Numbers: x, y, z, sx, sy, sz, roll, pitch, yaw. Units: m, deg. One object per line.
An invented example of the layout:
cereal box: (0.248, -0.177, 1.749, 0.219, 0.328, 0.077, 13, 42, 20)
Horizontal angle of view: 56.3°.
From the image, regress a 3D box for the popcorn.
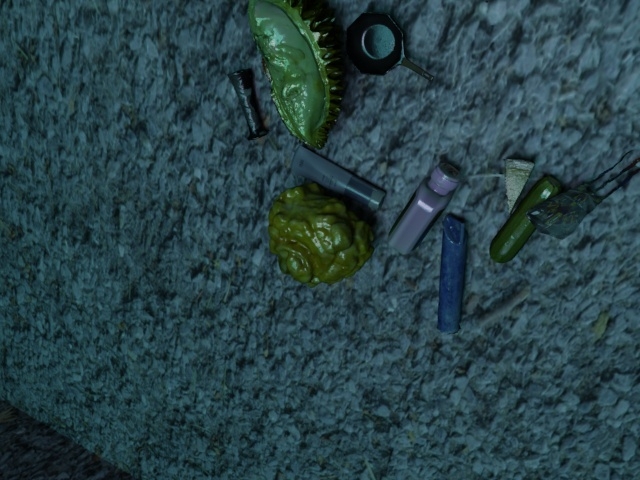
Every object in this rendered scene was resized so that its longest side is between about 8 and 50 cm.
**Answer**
popcorn: (0.000, 0.000, 1.456, 0.250, 0.235, 0.242, 23, 156, 33)

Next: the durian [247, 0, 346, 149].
durian: (-0.045, -0.378, 1.292, 0.197, 0.163, 0.395, -8, 118, 9)

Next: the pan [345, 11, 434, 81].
pan: (0.143, -0.392, 1.278, 0.128, 0.048, 0.202, -35, 94, 38)

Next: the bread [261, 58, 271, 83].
bread: (-0.061, -0.397, 1.389, 0.126, 0.044, 0.129, -26, 103, 23)

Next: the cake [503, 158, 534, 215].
cake: (0.416, -0.111, 1.261, 0.065, 0.052, 0.121, 2, 98, 21)

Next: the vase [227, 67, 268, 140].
vase: (-0.177, -0.335, 1.477, 0.059, 0.059, 0.167, -4, 113, 30)

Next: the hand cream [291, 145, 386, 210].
hand cream: (0.039, -0.148, 1.469, 0.255, 0.048, 0.079, 30, 123, 16)

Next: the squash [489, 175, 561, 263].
squash: (0.441, -0.039, 1.297, 0.066, 0.066, 0.229, 33, 126, 9)

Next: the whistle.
whistle: (0.317, 0.085, 1.435, 0.062, 0.062, 0.305, 10, 120, 24)

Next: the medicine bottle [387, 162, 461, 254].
medicine bottle: (0.236, -0.074, 1.357, 0.078, 0.115, 0.219, 36, 126, 8)

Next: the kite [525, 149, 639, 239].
kite: (0.541, -0.090, 1.212, 0.141, 0.015, 0.245, 25, 130, -33)
